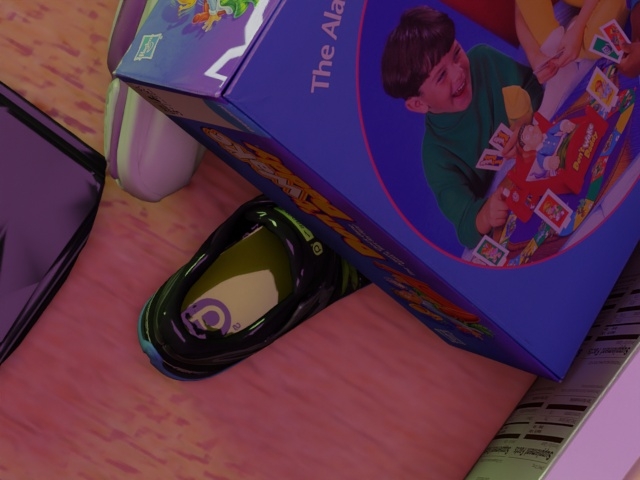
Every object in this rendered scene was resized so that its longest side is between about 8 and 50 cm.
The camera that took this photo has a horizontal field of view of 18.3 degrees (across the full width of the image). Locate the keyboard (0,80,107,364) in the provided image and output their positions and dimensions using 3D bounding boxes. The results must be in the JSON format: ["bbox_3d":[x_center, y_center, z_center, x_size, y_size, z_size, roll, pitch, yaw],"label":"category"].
[{"bbox_3d":[-0.269,-0.037,0.885,0.317,0.033,0.201,36,86,-10],"label":"keyboard"}]

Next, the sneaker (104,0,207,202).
[{"bbox_3d":[0.008,-0.143,0.899,0.152,0.114,0.305,29,84,-7],"label":"sneaker"}]

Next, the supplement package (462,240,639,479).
[{"bbox_3d":[0.175,0.131,0.880,0.194,0.149,0.203,38,82,-3],"label":"supplement package"}]

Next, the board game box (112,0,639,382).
[{"bbox_3d":[0.097,-0.148,0.858,0.233,0.078,0.347,39,76,-37],"label":"board game box"}]

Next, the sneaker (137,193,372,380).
[{"bbox_3d":[0.000,0.000,0.905,0.188,0.078,0.067,-37,90,-10],"label":"sneaker"}]
